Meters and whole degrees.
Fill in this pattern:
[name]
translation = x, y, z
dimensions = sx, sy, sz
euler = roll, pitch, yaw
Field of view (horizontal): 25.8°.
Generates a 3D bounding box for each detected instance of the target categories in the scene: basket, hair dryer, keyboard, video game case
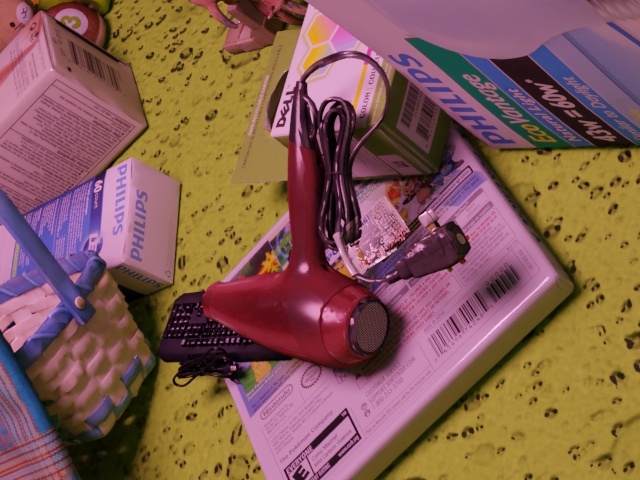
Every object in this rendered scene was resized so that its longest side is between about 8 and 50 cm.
[basket]
translation = -0.327, 0.083, 1.419
dimensions = 0.255, 0.289, 0.201
euler = -23, 21, 39
[hair dryer]
translation = 0.000, 0.000, 1.209
dimensions = 0.293, 0.080, 0.223
euler = -42, 61, 33
[keyboard]
translation = -0.095, 0.087, 1.331
dimensions = 0.192, 0.038, 0.100
euler = -8, 63, 45
[video game case]
translation = 0.040, 0.054, 1.266
dimensions = 0.329, 0.036, 0.300
euler = -46, 42, 17

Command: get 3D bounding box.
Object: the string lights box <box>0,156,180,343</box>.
[string lights box]
translation = -0.277, 0.018, 1.580
dimensions = 0.260, 0.077, 0.133
euler = -22, 54, 36

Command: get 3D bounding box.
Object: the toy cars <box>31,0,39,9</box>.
[toy cars]
translation = -0.521, -0.196, 1.947
dimensions = 0.394, 0.087, 0.176
euler = -44, 43, 19

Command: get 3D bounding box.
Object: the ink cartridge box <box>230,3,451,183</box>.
[ink cartridge box]
translation = 0.004, -0.156, 1.312
dimensions = 0.255, 0.097, 0.188
euler = -2, 64, 40

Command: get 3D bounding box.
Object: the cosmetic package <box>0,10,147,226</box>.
[cosmetic package]
translation = -0.369, -0.113, 1.696
dimensions = 0.296, 0.153, 0.129
euler = -41, 42, 19

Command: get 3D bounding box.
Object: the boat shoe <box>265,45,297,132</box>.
[boat shoe]
translation = -0.013, -0.165, 1.443
dimensions = 0.045, 0.050, 0.135
euler = 42, 101, 36

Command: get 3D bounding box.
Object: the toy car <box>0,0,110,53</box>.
[toy car]
translation = -0.382, -0.279, 1.775
dimensions = 0.149, 0.188, 0.155
euler = -11, 60, 42

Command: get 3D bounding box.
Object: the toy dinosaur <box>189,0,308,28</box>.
[toy dinosaur]
translation = 0.010, -0.318, 1.449
dimensions = 0.296, 0.127, 0.200
euler = -8, 71, 14

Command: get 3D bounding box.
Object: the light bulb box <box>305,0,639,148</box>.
[light bulb box]
translation = 0.191, -0.242, 1.035
dimensions = 0.361, 0.358, 0.225
euler = 2, 68, 48

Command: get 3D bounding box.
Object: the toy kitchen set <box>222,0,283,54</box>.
[toy kitchen set]
translation = -0.087, -0.259, 1.548
dimensions = 0.083, 0.075, 0.068
euler = -7, 62, 44

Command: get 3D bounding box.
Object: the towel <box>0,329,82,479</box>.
[towel]
translation = -0.321, 0.266, 1.338
dimensions = 0.271, 0.040, 0.370
euler = -27, 91, 35
